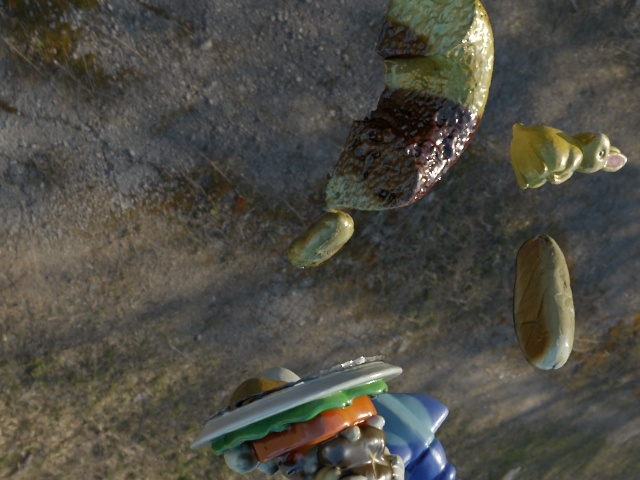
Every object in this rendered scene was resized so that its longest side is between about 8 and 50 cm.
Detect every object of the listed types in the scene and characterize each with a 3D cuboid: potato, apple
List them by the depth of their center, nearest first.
[{"bbox_3d":[-0.070,0.239,0.796,0.126,0.102,0.126,-2,137,-2],"label":"apple"},{"bbox_3d":[0.000,0.000,1.279,0.170,0.080,0.107,-45,172,24],"label":"potato"}]

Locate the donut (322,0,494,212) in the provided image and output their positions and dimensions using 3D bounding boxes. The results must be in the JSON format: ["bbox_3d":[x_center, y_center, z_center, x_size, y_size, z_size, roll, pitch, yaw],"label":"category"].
[{"bbox_3d":[0.122,-0.147,0.704,0.151,0.112,0.295,16,97,-51],"label":"donut"}]

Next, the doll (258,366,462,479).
[{"bbox_3d":[0.095,0.360,1.048,0.376,0.187,0.366,41,143,-22],"label":"doll"}]

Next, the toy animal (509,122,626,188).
[{"bbox_3d":[0.326,-0.115,0.781,0.159,0.083,0.070,-5,161,-14],"label":"toy animal"}]

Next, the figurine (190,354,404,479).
[{"bbox_3d":[0.008,0.156,0.335,0.132,0.153,0.132,-19,163,-6],"label":"figurine"}]

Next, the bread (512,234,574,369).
[{"bbox_3d":[0.267,0.073,0.726,0.053,0.214,0.073,34,130,-14],"label":"bread"}]
